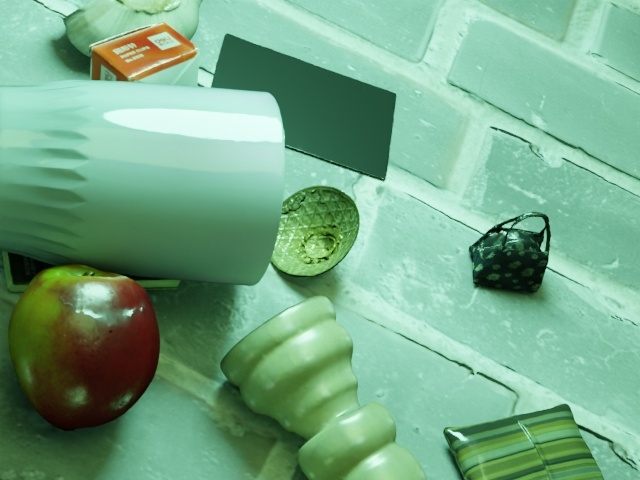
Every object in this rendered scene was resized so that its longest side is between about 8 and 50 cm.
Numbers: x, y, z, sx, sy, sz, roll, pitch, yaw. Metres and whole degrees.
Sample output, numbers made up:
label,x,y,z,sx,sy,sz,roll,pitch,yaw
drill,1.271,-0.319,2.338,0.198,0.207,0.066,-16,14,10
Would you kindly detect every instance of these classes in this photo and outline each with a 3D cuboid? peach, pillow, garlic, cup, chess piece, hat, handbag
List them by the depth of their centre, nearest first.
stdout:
label,x,y,z,sx,sy,sz,roll,pitch,yaw
peach,-0.280,0.131,1.471,0.197,0.197,0.197,12,51,-15
chess piece,0.021,0.234,1.550,0.167,0.167,0.300,-25,74,-36
cup,-0.231,-0.075,1.568,0.371,0.253,0.253,3,53,-19
pillow,0.290,0.323,1.648,0.208,0.052,0.212,-9,57,-24
hat,0.000,0.000,1.771,0.146,0.067,0.146,-11,59,19
handbag,0.295,0.004,1.840,0.115,0.139,0.072,10,45,-15
garlic,-0.266,-0.331,1.866,0.229,0.178,0.143,-35,105,-21

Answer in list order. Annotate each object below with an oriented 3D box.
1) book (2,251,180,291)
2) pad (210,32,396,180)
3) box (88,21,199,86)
label,x,y,z,sx,sy,sz,roll,pitch,yaw
book,-0.311,-0.003,1.658,0.228,0.024,0.160,-1,54,-24
pad,-0.027,-0.213,1.957,0.299,0.005,0.202,18,49,-10
box,-0.249,-0.197,1.726,0.133,0.182,0.099,-29,56,-34
